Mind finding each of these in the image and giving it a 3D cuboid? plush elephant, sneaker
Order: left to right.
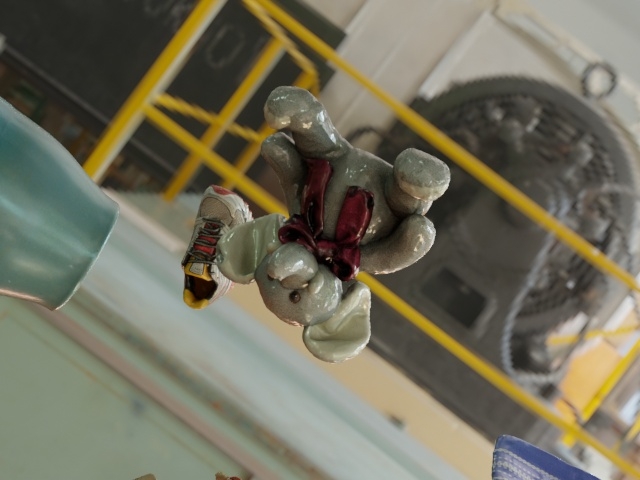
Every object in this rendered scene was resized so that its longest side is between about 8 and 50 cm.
[{"bbox_3d":[-0.164,0.015,2.260,0.088,0.225,0.092,21,37,16],"label":"sneaker"},{"bbox_3d":[0.000,0.000,1.937,0.272,0.255,0.330,31,-17,17],"label":"plush elephant"}]

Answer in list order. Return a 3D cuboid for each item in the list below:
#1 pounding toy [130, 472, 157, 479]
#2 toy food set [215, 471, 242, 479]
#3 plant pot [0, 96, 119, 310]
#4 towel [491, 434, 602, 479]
[{"bbox_3d":[-0.123,0.328,1.525,0.206,0.094,0.181,63,-16,12],"label":"pounding toy"},{"bbox_3d":[-0.099,0.322,1.843,0.082,0.020,0.083,44,-23,-2],"label":"toy food set"},{"bbox_3d":[-0.434,-0.040,2.057,0.255,0.271,0.271,32,5,-16],"label":"plant pot"},{"bbox_3d":[0.304,0.338,1.644,0.243,0.040,0.336,27,18,-2],"label":"towel"}]
